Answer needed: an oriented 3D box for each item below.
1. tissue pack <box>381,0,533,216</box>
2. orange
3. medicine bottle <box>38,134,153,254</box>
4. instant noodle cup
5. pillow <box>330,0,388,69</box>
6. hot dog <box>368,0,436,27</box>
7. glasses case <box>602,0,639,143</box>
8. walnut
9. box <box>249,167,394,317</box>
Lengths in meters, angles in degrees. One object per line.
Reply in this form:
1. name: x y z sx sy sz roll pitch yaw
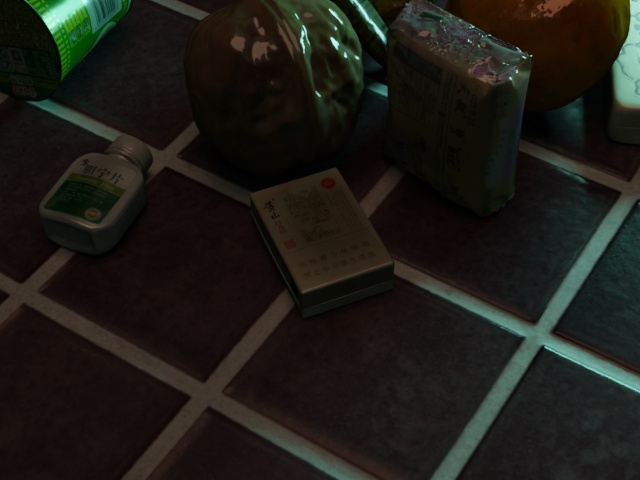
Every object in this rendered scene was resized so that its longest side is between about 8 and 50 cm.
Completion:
1. tissue pack: 0.180 -0.181 1.620 0.215 0.256 0.123 35 61 28
2. orange: 0.324 -0.323 1.749 0.284 0.226 0.284 -17 45 18
3. medicine bottle: -0.310 -0.068 1.657 0.119 0.069 0.183 16 49 18
4. instant noodle cup: -0.422 -0.366 1.852 0.207 0.207 0.232 23 46 20
5. pillow: 0.058 -0.341 1.773 0.052 0.208 0.212 -39 96 9
6. hot dog: 0.079 -0.424 1.939 0.259 0.114 0.175 -5 53 11
7. glasses case: 0.516 -0.289 1.827 0.144 0.076 0.336 4 49 4
8. walnut: -0.063 -0.229 1.667 0.273 0.273 0.227 2 25 3
9. box: 0.000 0.000 1.595 0.141 0.058 0.201 -19 51 -15
